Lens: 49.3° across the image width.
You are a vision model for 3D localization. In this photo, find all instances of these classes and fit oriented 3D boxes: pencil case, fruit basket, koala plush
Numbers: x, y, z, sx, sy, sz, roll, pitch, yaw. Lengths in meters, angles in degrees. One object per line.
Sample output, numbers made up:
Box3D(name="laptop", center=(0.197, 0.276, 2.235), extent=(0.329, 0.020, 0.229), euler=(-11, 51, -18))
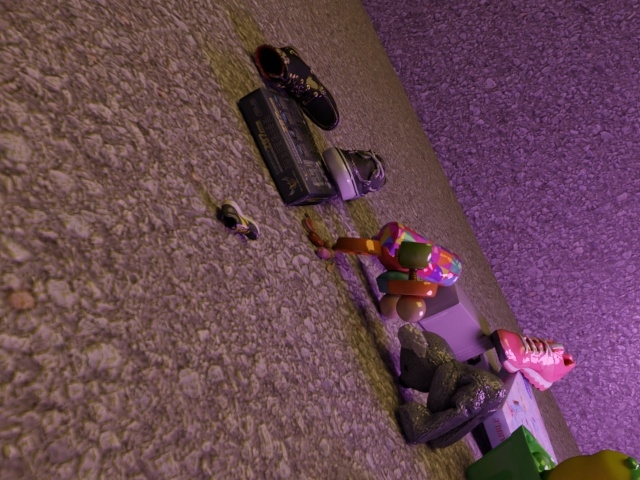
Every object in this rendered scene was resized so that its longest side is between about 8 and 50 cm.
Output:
Box3D(name="pencil case", center=(0.238, 0.038, 1.726), extent=(0.236, 0.104, 0.104), euler=(24, 36, -26))
Box3D(name="fruit basket", center=(0.516, 0.563, 1.435), extent=(0.283, 0.392, 0.392), euler=(47, 25, -38))
Box3D(name="koala plush", center=(0.239, 0.273, 1.408), extent=(0.196, 0.203, 0.221), euler=(34, 22, -55))

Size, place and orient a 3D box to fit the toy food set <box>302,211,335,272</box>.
Box3D(name="toy food set", center=(0.000, 0.000, 1.378), extent=(0.122, 0.019, 0.078), euler=(61, 19, -5))

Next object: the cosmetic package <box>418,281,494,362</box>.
Box3D(name="cosmetic package", center=(0.352, 0.212, 1.843), extent=(0.238, 0.127, 0.107), euler=(43, 26, -40))

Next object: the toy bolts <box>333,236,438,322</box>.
Box3D(name="toy bolts", center=(0.135, 0.087, 1.473), extent=(0.228, 0.218, 0.158), euler=(42, 54, -81))

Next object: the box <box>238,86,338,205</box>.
Box3D(name="box", center=(-0.060, -0.185, 1.410), extent=(0.232, 0.059, 0.183), euler=(64, 18, 4))

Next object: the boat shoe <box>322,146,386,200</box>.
Box3D(name="boat shoe", center=(0.087, -0.164, 1.589), extent=(0.335, 0.119, 0.121), euler=(-9, 76, -80))

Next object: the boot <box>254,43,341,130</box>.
Box3D(name="boot", center=(-0.054, -0.355, 1.621), extent=(0.236, 0.085, 0.178), euler=(57, 21, 3))

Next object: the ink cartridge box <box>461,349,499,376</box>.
Box3D(name="ink cartridge box", center=(0.458, 0.360, 1.996), extent=(0.127, 0.072, 0.175), euler=(45, 26, -41))

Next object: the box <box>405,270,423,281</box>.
Box3D(name="box", center=(0.238, 0.084, 1.870), extent=(0.081, 0.028, 0.136), euler=(64, 21, 4))

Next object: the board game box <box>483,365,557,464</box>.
Box3D(name="board game box", center=(0.531, 0.528, 1.845), extent=(0.318, 0.066, 0.318), euler=(-25, 97, -63))

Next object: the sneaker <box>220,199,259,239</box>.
Box3D(name="sneaker", center=(-0.128, -0.024, 1.077), extent=(0.083, 0.031, 0.035), euler=(46, 38, -29))

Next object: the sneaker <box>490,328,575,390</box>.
Box3D(name="sneaker", center=(0.572, 0.294, 1.868), extent=(0.314, 0.136, 0.116), euler=(32, 35, -38))
